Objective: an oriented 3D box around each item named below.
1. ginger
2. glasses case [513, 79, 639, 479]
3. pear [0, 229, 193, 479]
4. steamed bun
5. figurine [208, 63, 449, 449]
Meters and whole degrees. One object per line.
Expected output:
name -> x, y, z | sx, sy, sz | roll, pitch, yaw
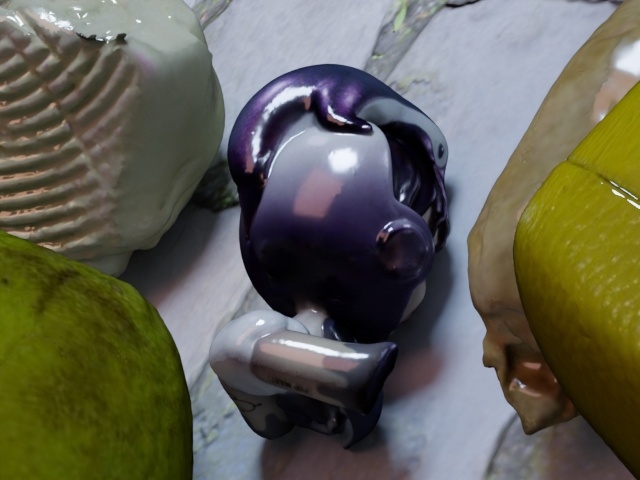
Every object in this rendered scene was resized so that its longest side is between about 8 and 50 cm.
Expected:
ginger -> 0.162, -0.029, 0.623 | 0.267, 0.138, 0.152 | -59, -6, -25
glasses case -> 0.211, 0.087, 0.410 | 0.141, 0.173, 0.371 | -50, 45, 2
pear -> -0.261, 0.169, 0.722 | 0.352, 0.352, 0.413 | 2, 51, 48
steamed bun -> -0.219, -0.093, 1.001 | 0.320, 0.275, 0.206 | 3, 23, 16
figurine -> 0.000, 0.000, 0.767 | 0.145, 0.145, 0.222 | -10, 51, 41
